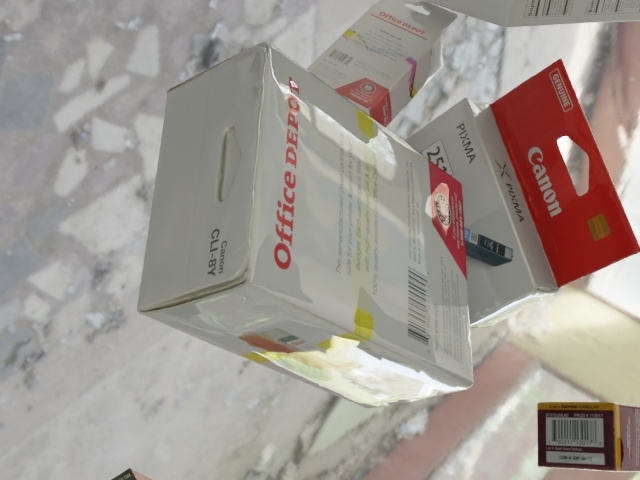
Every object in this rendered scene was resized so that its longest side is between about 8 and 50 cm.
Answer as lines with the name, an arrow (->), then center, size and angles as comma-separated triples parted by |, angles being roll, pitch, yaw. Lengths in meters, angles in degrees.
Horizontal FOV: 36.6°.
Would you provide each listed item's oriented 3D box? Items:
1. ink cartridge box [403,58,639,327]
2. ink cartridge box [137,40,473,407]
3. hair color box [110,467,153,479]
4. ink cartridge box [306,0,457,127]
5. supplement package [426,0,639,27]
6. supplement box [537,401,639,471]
ink cartridge box -> 0.258, -0.064, 1.322 | 0.066, 0.296, 0.261 | 4, 152, -45
ink cartridge box -> 0.000, 0.000, 1.087 | 0.385, 0.160, 0.279 | 30, 52, -43
hair color box -> -0.219, 0.304, 1.103 | 0.072, 0.043, 0.141 | -32, 159, -7
ink cartridge box -> 0.084, -0.239, 1.288 | 0.198, 0.115, 0.067 | -47, 152, -22
supplement package -> 0.287, -0.396, 1.249 | 0.263, 0.199, 0.198 | -10, 119, -31
supplement box -> 0.360, 0.245, 1.206 | 0.188, 0.104, 0.080 | 14, 74, -47
